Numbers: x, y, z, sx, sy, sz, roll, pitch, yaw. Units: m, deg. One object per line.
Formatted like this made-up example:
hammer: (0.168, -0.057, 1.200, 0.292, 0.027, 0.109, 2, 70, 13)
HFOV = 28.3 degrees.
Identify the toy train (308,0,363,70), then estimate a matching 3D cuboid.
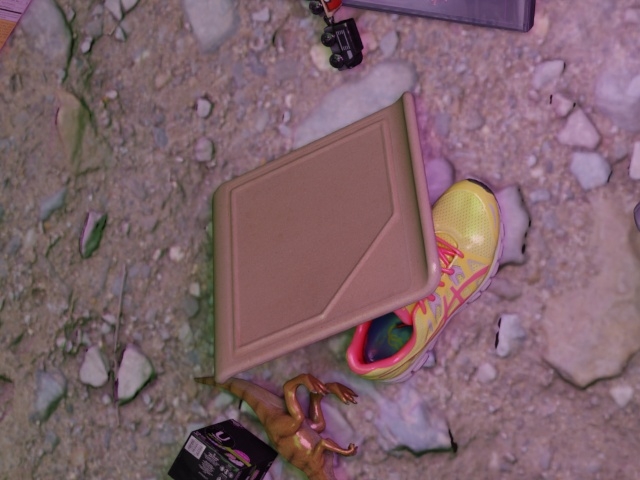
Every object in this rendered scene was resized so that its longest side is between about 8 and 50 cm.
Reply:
toy train: (0.003, -0.228, 1.140, 0.036, 0.027, 0.158, -9, 113, 31)

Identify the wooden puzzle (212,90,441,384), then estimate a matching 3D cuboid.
wooden puzzle: (0.000, 0.000, 1.127, 0.239, 0.044, 0.221, -27, 45, 25)

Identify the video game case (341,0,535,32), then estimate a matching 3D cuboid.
video game case: (0.057, -0.293, 1.102, 0.274, 0.026, 0.196, 14, 124, 24)

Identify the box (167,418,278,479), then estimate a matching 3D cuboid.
box: (-0.091, 0.211, 1.200, 0.062, 0.083, 0.052, 35, 104, 20)

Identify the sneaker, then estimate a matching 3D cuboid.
sneaker: (0.089, 0.041, 1.107, 0.081, 0.094, 0.208, 32, 103, 22)

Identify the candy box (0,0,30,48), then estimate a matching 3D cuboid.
candy box: (-0.369, -0.254, 1.326, 0.109, 0.053, 0.186, 42, 106, 18)

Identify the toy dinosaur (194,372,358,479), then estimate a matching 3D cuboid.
toy dinosaur: (-0.032, 0.167, 1.183, 0.211, 0.064, 0.112, 44, 109, 17)

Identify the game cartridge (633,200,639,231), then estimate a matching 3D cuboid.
game cartridge: (0.309, 0.033, 0.896, 0.198, 0.297, 0.062, 46, 105, 16)
